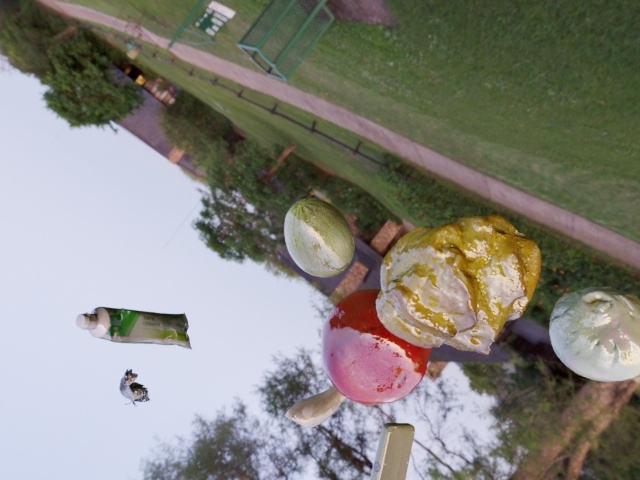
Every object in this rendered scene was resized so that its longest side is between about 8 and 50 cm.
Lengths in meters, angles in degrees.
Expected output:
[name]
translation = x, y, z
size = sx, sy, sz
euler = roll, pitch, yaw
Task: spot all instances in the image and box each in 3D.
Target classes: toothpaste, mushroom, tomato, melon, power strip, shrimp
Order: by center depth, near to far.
[toothpaste]
translation = -0.313, 0.151, 0.822
size = 0.248, 0.047, 0.078
euler = 27, -139, -61
[power strip]
translation = 0.129, 0.424, 0.874
size = 0.076, 0.169, 0.028
euler = 16, 176, -34
[melon]
translation = 0.000, 0.000, 0.975
size = 0.139, 0.139, 0.192
euler = 40, 160, 56
[shrimp]
translation = -0.544, 0.427, 1.352
size = 0.082, 0.076, 0.174
euler = 36, 150, 25
[tomato]
translation = 0.159, 0.309, 1.404
size = 0.290, 0.325, 0.293
euler = 44, -156, -23
[mushroom]
translation = -0.003, 0.597, 1.695
size = 0.108, 0.247, 0.096
euler = 61, 169, 8

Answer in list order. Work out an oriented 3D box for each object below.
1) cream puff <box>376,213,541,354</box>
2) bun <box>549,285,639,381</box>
[cream puff]
translation = 0.202, 0.066, 0.715
size = 0.244, 0.196, 0.244
euler = 10, 151, 6
[bun]
translation = 0.774, 0.240, 1.294
size = 0.283, 0.283, 0.179
euler = 39, 176, 45
